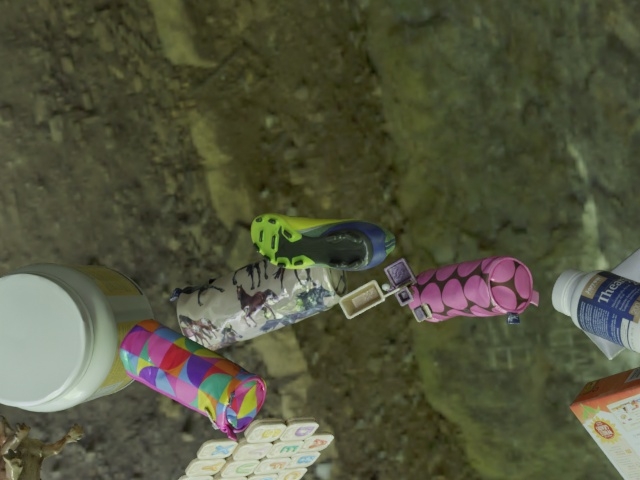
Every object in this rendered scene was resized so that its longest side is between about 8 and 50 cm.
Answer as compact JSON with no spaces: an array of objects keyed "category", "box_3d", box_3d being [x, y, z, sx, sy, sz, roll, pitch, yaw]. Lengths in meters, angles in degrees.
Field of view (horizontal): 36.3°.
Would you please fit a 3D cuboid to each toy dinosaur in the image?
[{"category":"toy dinosaur","box_3d":[-0.539,0.426,1.724,0.127,0.200,0.296,33,30,-21]}]

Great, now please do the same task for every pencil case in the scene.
[{"category":"pencil case","box_3d":[-0.129,0.114,2.190,0.160,0.410,0.184,46,27,-51]},{"category":"pencil case","box_3d":[0.225,0.079,1.460,0.098,0.209,0.095,16,77,-28]},{"category":"pencil case","box_3d":[-0.194,0.204,1.467,0.104,0.236,0.105,-36,138,-40]}]

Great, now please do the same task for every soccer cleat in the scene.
[{"category":"soccer cleat","box_3d":[0.000,0.001,1.706,0.121,0.289,0.094,-15,107,-48]}]

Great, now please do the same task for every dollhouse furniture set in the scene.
[{"category":"dollhouse furniture set","box_3d":[0.079,0.093,1.341,0.091,0.114,0.081,62,22,4]}]

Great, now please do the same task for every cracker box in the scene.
[{"category":"cracker box","box_3d":[0.489,0.293,1.391,0.067,0.155,0.232,-39,93,-36]}]

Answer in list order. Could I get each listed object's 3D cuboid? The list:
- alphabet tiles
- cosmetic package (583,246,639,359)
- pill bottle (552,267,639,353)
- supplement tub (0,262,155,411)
[{"category":"alphabet tiles","box_3d":[-0.121,0.417,1.817,0.277,0.284,0.021,4,44,-35]},{"category":"cosmetic package","box_3d":[0.573,0.091,1.737,0.127,0.238,0.107,50,18,16]},{"category":"pill bottle","box_3d":[0.299,0.069,0.998,0.067,0.120,0.067,-15,115,-35]},{"category":"supplement tub","box_3d":[-0.432,0.158,1.638,0.331,0.240,0.241,21,62,-82]}]
